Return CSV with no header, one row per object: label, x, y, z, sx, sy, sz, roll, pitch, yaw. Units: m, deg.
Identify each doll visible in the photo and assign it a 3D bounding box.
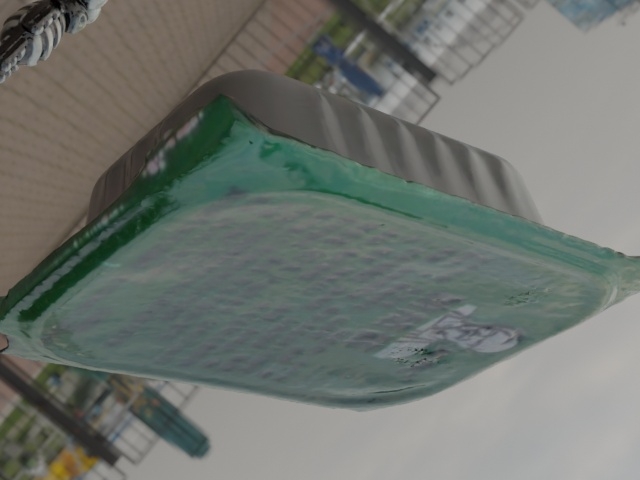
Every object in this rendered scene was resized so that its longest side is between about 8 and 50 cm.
doll,-0.296,-0.257,1.339,0.219,0.067,0.091,-55,-173,-31

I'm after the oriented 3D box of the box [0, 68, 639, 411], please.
box,0.000,0.000,0.706,0.264,0.337,0.106,-33,-125,40
